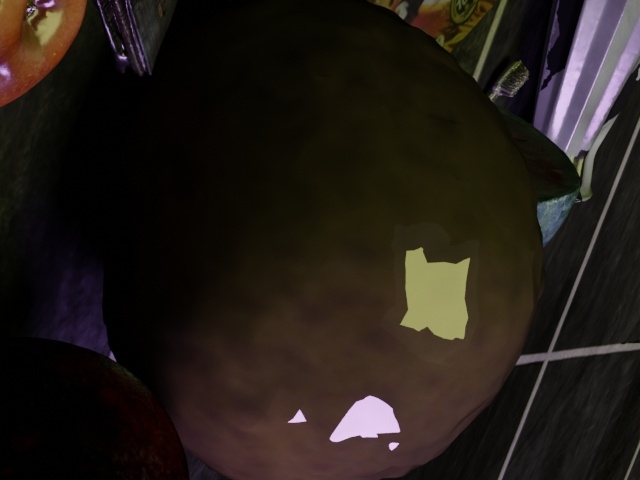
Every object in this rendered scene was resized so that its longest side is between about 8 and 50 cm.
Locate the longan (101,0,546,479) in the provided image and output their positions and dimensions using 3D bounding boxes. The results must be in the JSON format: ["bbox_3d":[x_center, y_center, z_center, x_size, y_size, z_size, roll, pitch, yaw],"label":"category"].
[{"bbox_3d":[0.006,0.007,1.676,0.404,0.404,0.436,-8,118,-55],"label":"longan"}]

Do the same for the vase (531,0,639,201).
[{"bbox_3d":[0.326,-0.229,2.240,0.165,0.165,0.360,-15,130,-52],"label":"vase"}]

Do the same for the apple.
[{"bbox_3d":[-0.255,-0.181,1.353,0.201,0.162,0.201,-35,138,-39],"label":"apple"}]

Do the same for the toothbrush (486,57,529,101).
[{"bbox_3d":[0.149,-0.098,2.186,0.294,0.028,0.026,-50,147,-12],"label":"toothbrush"}]

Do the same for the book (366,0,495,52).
[{"bbox_3d":[0.068,-0.317,1.868,0.300,0.039,0.428,-45,145,-28],"label":"book"}]

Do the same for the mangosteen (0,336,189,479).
[{"bbox_3d":[-0.238,0.222,1.571,0.300,0.300,0.300,-37,141,-37],"label":"mangosteen"}]

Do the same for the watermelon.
[{"bbox_3d":[0.143,-0.052,2.021,0.226,0.318,0.148,15,110,-18],"label":"watermelon"}]

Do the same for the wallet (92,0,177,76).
[{"bbox_3d":[-0.113,-0.298,1.457,0.169,0.044,0.317,82,20,-60],"label":"wallet"}]
